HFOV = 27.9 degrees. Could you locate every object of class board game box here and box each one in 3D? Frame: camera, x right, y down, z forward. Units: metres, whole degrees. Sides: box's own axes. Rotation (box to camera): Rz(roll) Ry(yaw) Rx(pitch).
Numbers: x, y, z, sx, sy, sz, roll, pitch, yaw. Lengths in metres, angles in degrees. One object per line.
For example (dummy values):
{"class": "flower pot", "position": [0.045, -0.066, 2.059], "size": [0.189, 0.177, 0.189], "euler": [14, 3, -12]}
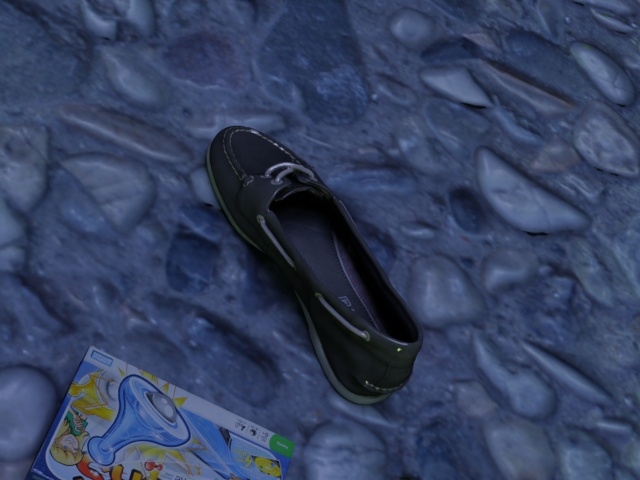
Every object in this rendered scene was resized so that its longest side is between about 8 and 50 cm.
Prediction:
{"class": "board game box", "position": [-0.132, 0.189, 1.087], "size": [0.201, 0.035, 0.136], "euler": [26, 46, -9]}

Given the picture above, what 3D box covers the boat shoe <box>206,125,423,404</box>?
{"class": "boat shoe", "position": [0.000, 0.000, 1.271], "size": [0.112, 0.095, 0.335], "euler": [-14, 63, -37]}
